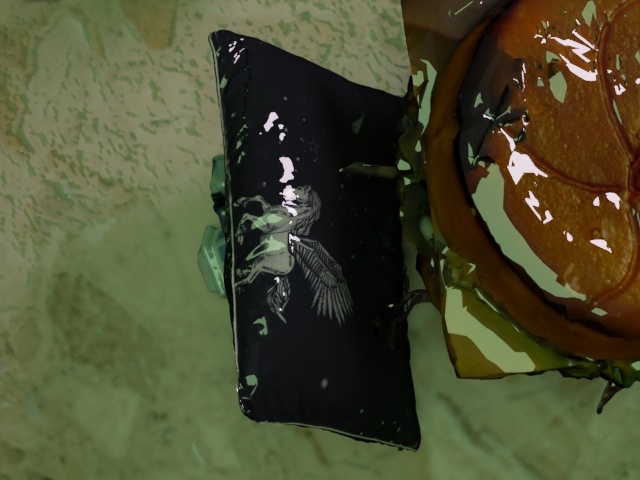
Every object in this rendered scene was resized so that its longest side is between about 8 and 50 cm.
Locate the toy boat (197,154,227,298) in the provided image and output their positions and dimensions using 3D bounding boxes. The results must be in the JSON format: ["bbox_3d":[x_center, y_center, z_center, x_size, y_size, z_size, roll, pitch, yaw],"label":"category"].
[{"bbox_3d":[-0.034,0.017,0.738,0.066,0.059,0.140,-21,90,30],"label":"toy boat"}]

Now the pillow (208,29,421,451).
[{"bbox_3d":[0.000,0.000,0.684,0.055,0.141,0.208,-22,62,43],"label":"pillow"}]

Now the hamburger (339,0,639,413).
[{"bbox_3d":[0.141,-0.034,0.673,0.262,0.138,0.243,-2,80,-8],"label":"hamburger"}]
